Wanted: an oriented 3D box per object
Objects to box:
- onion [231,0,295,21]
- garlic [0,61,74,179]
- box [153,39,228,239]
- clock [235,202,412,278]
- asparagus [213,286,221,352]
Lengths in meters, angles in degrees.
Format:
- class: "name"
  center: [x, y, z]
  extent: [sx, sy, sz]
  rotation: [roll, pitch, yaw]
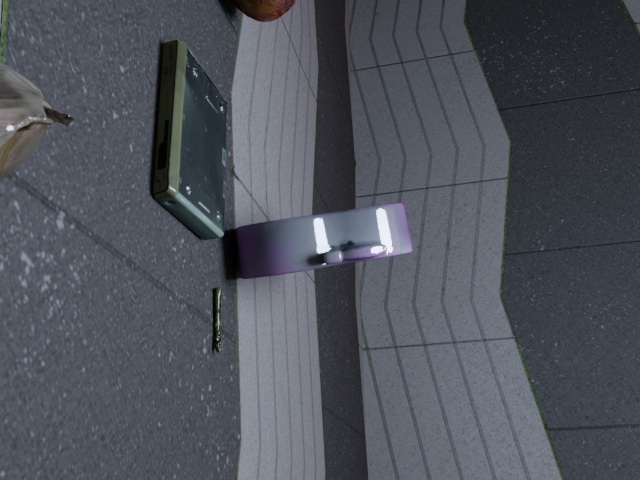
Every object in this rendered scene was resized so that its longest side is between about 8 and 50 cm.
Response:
- class: "onion"
  center: [-0.146, -0.544, 1.322]
  extent: [0.230, 0.163, 0.230]
  rotation: [57, -19, 32]
- class: "garlic"
  center: [-0.277, -0.069, 0.436]
  extent: [0.143, 0.178, 0.229]
  rotation: [48, 2, -14]
- class: "box"
  center: [-0.202, -0.156, 1.079]
  extent: [0.211, 0.045, 0.271]
  rotation: [55, 31, -63]
- class: "clock"
  center: [0.000, 0.000, 1.293]
  extent: [0.338, 0.338, 0.102]
  rotation: [-8, 89, -78]
- class: "asparagus"
  center: [-0.174, 0.135, 1.126]
  extent: [0.015, 0.014, 0.115]
  rotation: [114, -26, -71]
